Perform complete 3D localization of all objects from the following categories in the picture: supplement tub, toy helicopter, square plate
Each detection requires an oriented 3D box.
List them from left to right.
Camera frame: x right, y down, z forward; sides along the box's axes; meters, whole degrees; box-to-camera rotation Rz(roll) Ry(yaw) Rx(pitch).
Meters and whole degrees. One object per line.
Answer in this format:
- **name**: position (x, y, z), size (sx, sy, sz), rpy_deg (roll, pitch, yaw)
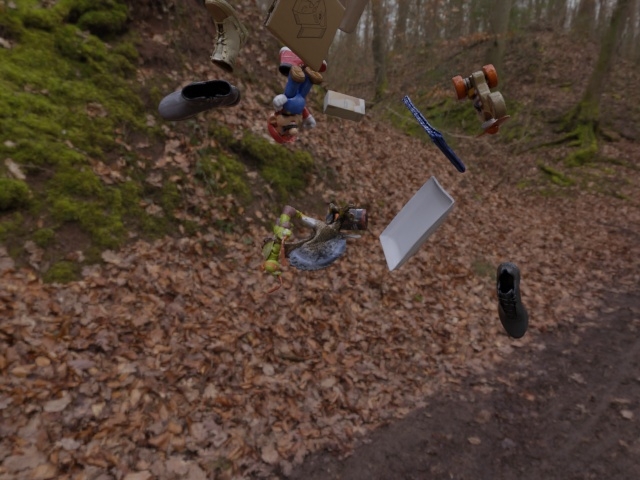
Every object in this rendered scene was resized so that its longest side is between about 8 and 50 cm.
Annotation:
- **supplement tub**: position (0.128, -0.100, 2.249), size (0.198, 0.105, 0.106), rpy_deg (0, 7, 13)
- **square plate**: position (0.372, -0.066, 1.801), size (0.049, 0.347, 0.344), rpy_deg (34, 19, -14)
- **toy helicopter**: position (0.556, -0.447, 1.542), size (0.140, 0.234, 0.355), rpy_deg (-17, 19, 13)

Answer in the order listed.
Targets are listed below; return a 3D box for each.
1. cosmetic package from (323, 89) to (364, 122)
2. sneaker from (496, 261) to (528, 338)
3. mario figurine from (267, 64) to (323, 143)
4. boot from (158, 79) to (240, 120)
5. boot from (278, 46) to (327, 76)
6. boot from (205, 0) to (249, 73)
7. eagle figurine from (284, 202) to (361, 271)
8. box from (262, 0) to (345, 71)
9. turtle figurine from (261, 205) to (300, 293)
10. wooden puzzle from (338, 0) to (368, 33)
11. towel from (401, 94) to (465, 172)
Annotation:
- **cosmetic package**: position (0.069, -0.392, 1.348), size (0.115, 0.060, 0.041), rpy_deg (9, -29, -17)
- **sneaker**: position (0.699, 0.227, 1.715), size (0.109, 0.286, 0.130), rpy_deg (-13, -4, 29)
- **mario figurine**: position (-0.094, -0.493, 1.774), size (0.198, 0.320, 0.170), rpy_deg (19, 45, -13)
- **boot**: position (-0.477, -0.533, 1.712), size (0.338, 0.118, 0.222), rpy_deg (-15, 9, 6)
- **boot**: position (-0.085, -0.836, 2.248), size (0.245, 0.176, 0.088), rpy_deg (10, -36, -16)
- **boot**: position (-0.404, -0.833, 1.882), size (0.095, 0.203, 0.262), rpy_deg (15, -10, 23)
- **eagle figurine**: position (-0.009, -0.006, 1.654), size (0.225, 0.298, 0.226), rpy_deg (32, -11, 18)
- **box**: position (-0.030, -0.506, 1.045), size (0.021, 0.164, 0.201), rpy_deg (29, 5, 34)
- **turtle figurine**: position (-0.127, 0.020, 1.335), size (0.087, 0.269, 0.217), rpy_deg (15, 52, -1)
- **wooden puzzle**: position (0.066, -1.160, 2.078), size (0.348, 0.322, 0.080), rpy_deg (30, 25, 4)
- **towel**: position (0.451, -0.424, 1.826), size (0.243, 0.040, 0.336), rpy_deg (36, 25, -38)
